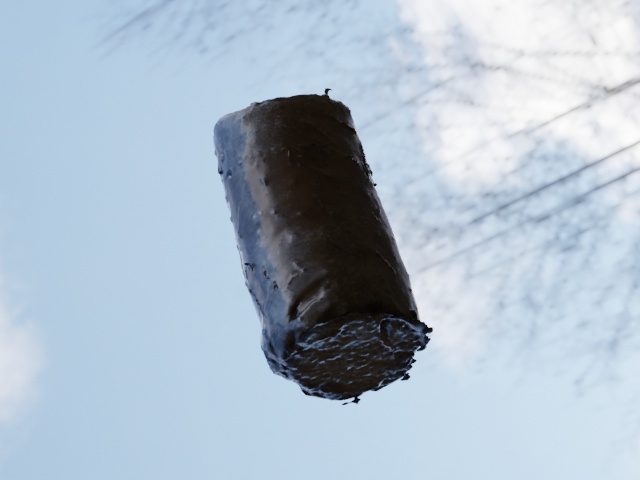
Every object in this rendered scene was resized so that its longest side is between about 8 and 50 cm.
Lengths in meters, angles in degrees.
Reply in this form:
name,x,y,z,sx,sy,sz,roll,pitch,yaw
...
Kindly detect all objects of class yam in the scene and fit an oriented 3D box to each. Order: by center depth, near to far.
name,x,y,z,sx,sy,sz,roll,pitch,yaw
yam,-0.002,0.000,0.861,0.079,0.079,0.141,17,-135,-40
